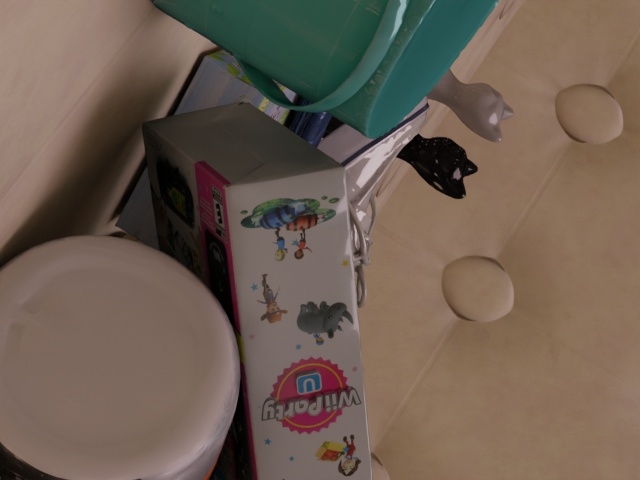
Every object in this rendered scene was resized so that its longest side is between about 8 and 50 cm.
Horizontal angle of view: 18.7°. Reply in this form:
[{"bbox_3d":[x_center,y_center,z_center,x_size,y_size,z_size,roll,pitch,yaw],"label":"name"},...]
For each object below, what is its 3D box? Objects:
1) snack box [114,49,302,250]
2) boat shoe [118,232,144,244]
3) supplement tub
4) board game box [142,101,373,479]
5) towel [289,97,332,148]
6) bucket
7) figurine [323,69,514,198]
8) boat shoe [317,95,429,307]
[{"bbox_3d":[-0.085,-0.087,1.717,0.174,0.070,0.207,-60,173,18],"label":"snack box"},{"bbox_3d":[-0.156,0.078,1.780,0.121,0.110,0.341,-58,174,-4],"label":"boat shoe"},{"bbox_3d":[-0.184,0.157,1.491,0.207,0.207,0.338,-55,174,-29],"label":"supplement tub"},{"bbox_3d":[-0.048,0.066,1.512,0.224,0.098,0.303,-141,-139,-65],"label":"board game box"},{"bbox_3d":[-0.015,-0.098,1.765,0.119,0.029,0.067,-64,173,35],"label":"towel"},{"bbox_3d":[0.031,-0.217,1.355,0.281,0.183,0.281,-52,171,-12],"label":"bucket"},{"bbox_3d":[0.124,-0.159,2.400,0.215,0.209,0.092,-53,172,-45],"label":"figurine"},{"bbox_3d":[0.000,0.001,2.009,0.367,0.156,0.136,-42,-177,-5],"label":"boat shoe"}]
